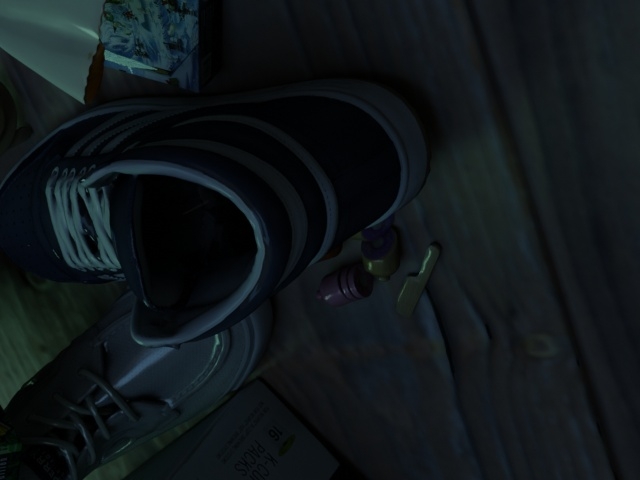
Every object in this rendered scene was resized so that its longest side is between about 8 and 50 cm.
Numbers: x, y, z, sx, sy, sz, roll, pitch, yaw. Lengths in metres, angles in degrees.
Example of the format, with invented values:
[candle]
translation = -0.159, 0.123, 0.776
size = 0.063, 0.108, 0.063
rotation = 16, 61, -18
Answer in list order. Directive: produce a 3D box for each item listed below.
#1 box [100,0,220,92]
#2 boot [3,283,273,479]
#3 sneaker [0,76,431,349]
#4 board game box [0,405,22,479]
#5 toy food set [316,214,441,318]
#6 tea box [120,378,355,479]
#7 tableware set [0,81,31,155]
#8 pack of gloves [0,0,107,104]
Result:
[box]
translation = -0.096, -0.147, 0.736
size = 0.094, 0.027, 0.137
rotation = 17, 130, 16
[boot]
translation = -0.132, 0.108, 0.885
size = 0.095, 0.123, 0.258
rotation = 43, 133, -7
[sneaker]
translation = -0.098, -0.010, 0.745
size = 0.282, 0.153, 0.099
rotation = -10, 107, 36
[board game box]
translation = -0.246, 0.088, 0.890
size = 0.259, 0.030, 0.136
rotation = 47, 137, 41
[toy food set]
translation = 0.000, 0.000, 0.801
size = 0.122, 0.019, 0.078
rotation = 28, 133, 8
[tea box]
translation = -0.068, 0.324, 0.940
size = 0.323, 0.220, 0.329
rotation = 45, 132, -5
[tableware set]
translation = -0.237, -0.077, 0.801
size = 0.020, 0.141, 0.168
rotation = 15, 136, 55
[pack of gloves]
translation = -0.161, -0.205, 0.705
size = 0.232, 0.046, 0.195
rotation = 34, 124, 23
